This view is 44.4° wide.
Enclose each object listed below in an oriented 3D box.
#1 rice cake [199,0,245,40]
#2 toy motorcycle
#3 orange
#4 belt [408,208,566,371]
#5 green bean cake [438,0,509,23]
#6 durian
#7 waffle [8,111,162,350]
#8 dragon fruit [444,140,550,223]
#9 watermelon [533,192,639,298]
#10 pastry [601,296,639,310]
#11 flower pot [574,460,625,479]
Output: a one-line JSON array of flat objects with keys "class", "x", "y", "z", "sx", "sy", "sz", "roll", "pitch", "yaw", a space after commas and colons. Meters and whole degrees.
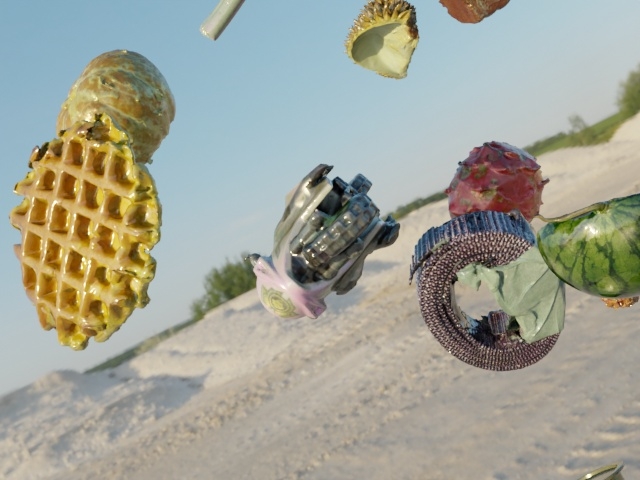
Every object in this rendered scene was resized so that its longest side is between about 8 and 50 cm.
[{"class": "rice cake", "x": -0.176, "y": -0.513, "z": 1.637, "sx": 0.222, "sy": 0.042, "sz": 0.080, "roll": -52, "pitch": 27, "yaw": 10}, {"class": "toy motorcycle", "x": 0.000, "y": 0.000, "z": 1.018, "sx": 0.188, "sy": 0.143, "sz": 0.327, "roll": -50, "pitch": 4, "yaw": 9}, {"class": "orange", "x": -0.509, "y": -0.309, "z": 1.953, "sx": 0.329, "sy": 0.249, "sz": 0.329, "roll": -46, "pitch": 27, "yaw": 31}, {"class": "belt", "x": 0.317, "y": 0.100, "z": 1.461, "sx": 0.260, "sy": 0.325, "sz": 0.122, "roll": -28, "pitch": 21, "yaw": 15}, {"class": "green bean cake", "x": 0.336, "y": -0.631, "z": 1.864, "sx": 0.198, "sy": 0.233, "sz": 0.097, "roll": -35, "pitch": 25, "yaw": -9}, {"class": "durian", "x": 0.127, "y": -0.400, "z": 1.517, "sx": 0.252, "sy": 0.139, "sz": 0.144, "roll": 111, "pitch": -178, "yaw": -66}, {"class": "waffle", "x": -0.337, "y": -0.011, "z": 1.098, "sx": 0.325, "sy": 0.302, "sz": 0.068, "roll": -34, "pitch": -17, "yaw": 31}, {"class": "dragon fruit", "x": 0.367, "y": -0.082, "z": 1.682, "sx": 0.268, "sy": 0.205, "sz": 0.210, "roll": -64, "pitch": -3, "yaw": -8}, {"class": "watermelon", "x": 0.406, "y": 0.015, "z": 1.075, "sx": 0.204, "sy": 0.127, "sz": 0.232, "roll": -10, "pitch": -15, "yaw": 15}, {"class": "pastry", "x": 0.523, "y": 0.081, "z": 1.386, "sx": 0.063, "sy": 0.087, "sz": 0.169, "roll": -44, "pitch": -21, "yaw": 28}, {"class": "flower pot", "x": 0.602, "y": 0.598, "z": 1.641, "sx": 0.212, "sy": 0.202, "sz": 0.212, "roll": -30, "pitch": -19, "yaw": -11}]
